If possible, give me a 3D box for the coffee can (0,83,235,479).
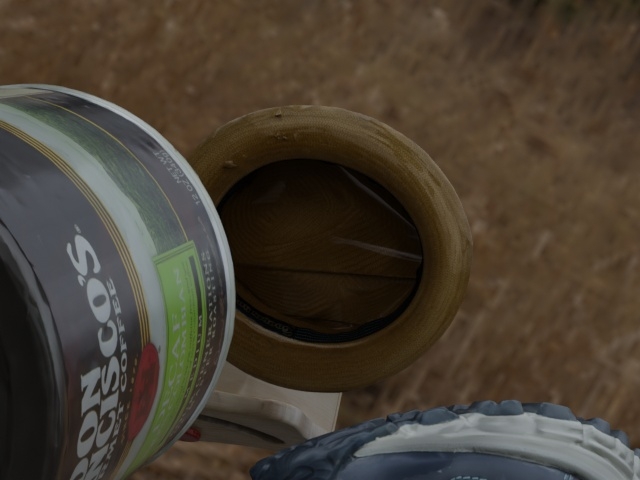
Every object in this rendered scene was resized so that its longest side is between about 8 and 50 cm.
[{"bbox_3d":[-0.162,0.039,0.784,0.201,0.201,0.275,29,11,6],"label":"coffee can"}]

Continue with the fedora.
[{"bbox_3d":[0.000,0.000,1.201,0.194,0.194,0.079,28,16,2],"label":"fedora"}]

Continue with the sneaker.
[{"bbox_3d":[0.085,0.143,0.687,0.110,0.122,0.283,-20,-34,36],"label":"sneaker"}]

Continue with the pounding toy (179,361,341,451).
[{"bbox_3d":[-0.118,0.128,1.369,0.269,0.155,0.154,9,-20,9],"label":"pounding toy"}]
